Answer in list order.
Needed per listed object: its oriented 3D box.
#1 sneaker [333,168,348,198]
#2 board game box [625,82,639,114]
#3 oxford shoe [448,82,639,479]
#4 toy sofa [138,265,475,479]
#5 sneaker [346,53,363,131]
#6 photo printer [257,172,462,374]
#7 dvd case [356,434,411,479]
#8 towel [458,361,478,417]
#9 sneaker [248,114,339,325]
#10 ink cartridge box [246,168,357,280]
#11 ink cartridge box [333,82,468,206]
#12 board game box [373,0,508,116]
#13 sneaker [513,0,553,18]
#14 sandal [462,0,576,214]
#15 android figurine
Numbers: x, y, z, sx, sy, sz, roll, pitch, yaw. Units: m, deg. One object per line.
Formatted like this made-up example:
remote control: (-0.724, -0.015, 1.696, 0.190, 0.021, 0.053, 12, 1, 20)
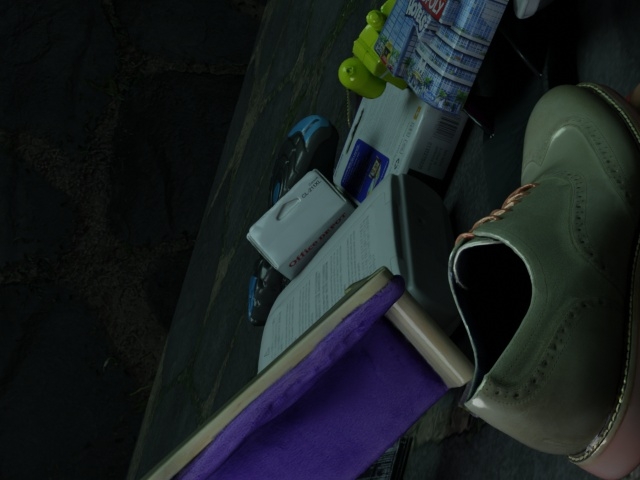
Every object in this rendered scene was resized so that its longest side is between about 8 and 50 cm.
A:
sneaker: (-0.001, -0.078, 2.119, 0.252, 0.103, 0.111, -109, 19, -59)
board game box: (0.271, -0.023, 1.107, 0.145, 0.027, 0.281, 128, 158, -52)
oxford shoe: (0.181, -0.006, 1.055, 0.397, 0.147, 0.140, -84, 18, -48)
toy sofa: (-0.023, 0.195, 1.324, 0.362, 0.150, 0.177, -41, 2, -16)
sneaker: (0.089, -0.219, 2.099, 0.185, 0.084, 0.069, 77, -151, -62)
photo printer: (0.035, 0.099, 1.607, 0.307, 0.107, 0.256, -48, 23, 27)
dvd case: (0.042, 0.335, 1.542, 0.164, 0.018, 0.221, 146, 143, -67)
towel: (0.163, 0.136, 1.355, 0.060, 0.009, 0.083, -143, 73, -78)
sneaker: (-0.010, -0.023, 1.928, 0.125, 0.140, 0.340, -95, 16, -57)
ink cartridge box: (0.000, 0.000, 1.762, 0.127, 0.072, 0.175, -44, -29, 4)
ink cartridge box: (0.100, -0.125, 1.860, 0.371, 0.069, 0.175, -133, 63, -73)
board game box: (0.138, -0.262, 1.474, 0.194, 0.060, 0.194, -114, 42, -62)
sneaker: (0.265, -0.291, 1.340, 0.296, 0.147, 0.104, -79, -23, -86)
sandal: (0.199, -0.190, 1.476, 0.445, 0.107, 0.167, -88, 22, -55)
android figurine: (0.127, -0.273, 1.688, 0.248, 0.056, 0.273, -44, -14, 13)
